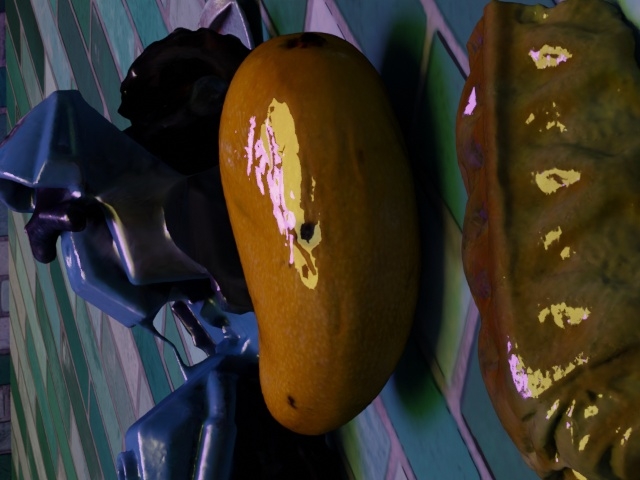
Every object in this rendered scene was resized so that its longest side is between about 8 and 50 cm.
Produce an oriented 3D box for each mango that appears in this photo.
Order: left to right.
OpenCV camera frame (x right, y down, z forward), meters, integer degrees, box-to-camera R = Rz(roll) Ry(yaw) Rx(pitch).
[{"bbox_3d":[0.005,-0.002,1.047,0.157,0.109,0.262,29,129,58],"label":"mango"}]

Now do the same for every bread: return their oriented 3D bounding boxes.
[{"bbox_3d":[0.107,0.000,0.753,0.128,0.088,0.232,128,139,-55],"label":"bread"}]

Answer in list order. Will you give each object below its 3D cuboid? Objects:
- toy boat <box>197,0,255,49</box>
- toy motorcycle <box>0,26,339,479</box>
[{"bbox_3d":[-0.062,-0.137,1.359,0.096,0.034,0.122,124,128,-65],"label":"toy boat"},{"bbox_3d":[-0.119,0.046,1.249,0.172,0.232,0.416,156,107,-70],"label":"toy motorcycle"}]
